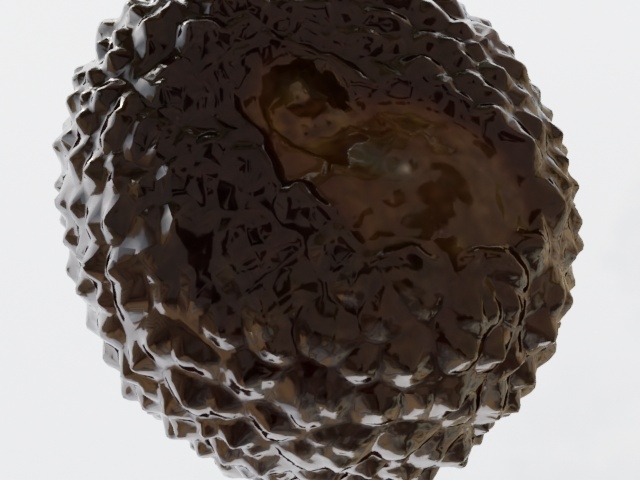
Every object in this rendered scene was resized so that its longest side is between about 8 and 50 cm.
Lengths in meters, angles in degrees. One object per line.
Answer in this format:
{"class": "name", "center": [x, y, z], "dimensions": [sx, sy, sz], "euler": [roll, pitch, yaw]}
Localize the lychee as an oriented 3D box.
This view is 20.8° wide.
{"class": "lychee", "center": [0.000, 0.000, 0.610], "dimensions": [0.188, 0.188, 0.188], "euler": [3, -101, -16]}
